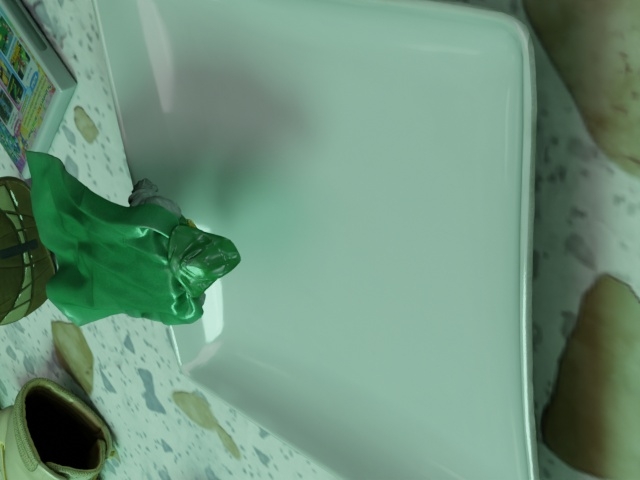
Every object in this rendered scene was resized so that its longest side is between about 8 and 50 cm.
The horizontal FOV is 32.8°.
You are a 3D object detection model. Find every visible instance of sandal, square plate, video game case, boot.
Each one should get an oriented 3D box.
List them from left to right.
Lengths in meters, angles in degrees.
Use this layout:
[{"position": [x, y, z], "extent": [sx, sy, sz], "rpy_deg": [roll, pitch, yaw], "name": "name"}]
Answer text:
[{"position": [-0.265, -0.145, 0.910], "extent": [0.143, 0.019, 0.157], "rpy_deg": [55, 145, 6], "name": "video game case"}, {"position": [-0.292, 0.006, 1.022], "extent": [0.049, 0.072, 0.180], "rpy_deg": [52, 148, 40], "name": "sandal"}, {"position": [-0.267, 0.280, 1.175], "extent": [0.262, 0.095, 0.203], "rpy_deg": [59, 145, 6], "name": "boot"}, {"position": [0.000, 0.000, 0.647], "extent": [0.347, 0.049, 0.344], "rpy_deg": [23, 132, 42], "name": "square plate"}]

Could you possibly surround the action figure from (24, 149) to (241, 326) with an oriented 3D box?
[{"position": [-0.122, 0.006, 0.709], "extent": [0.232, 0.063, 0.137], "rpy_deg": [9, 121, 55], "name": "action figure"}]
